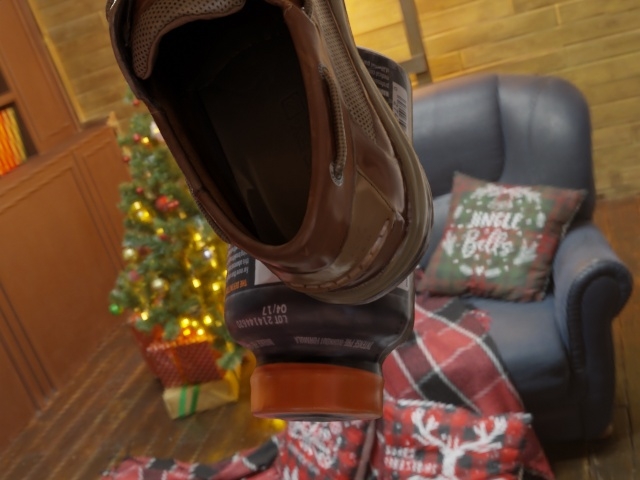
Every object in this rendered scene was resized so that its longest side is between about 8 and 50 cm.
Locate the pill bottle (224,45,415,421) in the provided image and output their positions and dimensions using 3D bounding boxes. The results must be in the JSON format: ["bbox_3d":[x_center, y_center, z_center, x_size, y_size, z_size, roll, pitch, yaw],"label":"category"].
[{"bbox_3d":[0.000,0.000,0.562,0.131,0.245,0.130,2,-16,0],"label":"pill bottle"}]

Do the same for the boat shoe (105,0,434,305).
[{"bbox_3d":[-0.050,-0.116,0.429,0.123,0.324,0.116,-38,-21,18],"label":"boat shoe"}]
